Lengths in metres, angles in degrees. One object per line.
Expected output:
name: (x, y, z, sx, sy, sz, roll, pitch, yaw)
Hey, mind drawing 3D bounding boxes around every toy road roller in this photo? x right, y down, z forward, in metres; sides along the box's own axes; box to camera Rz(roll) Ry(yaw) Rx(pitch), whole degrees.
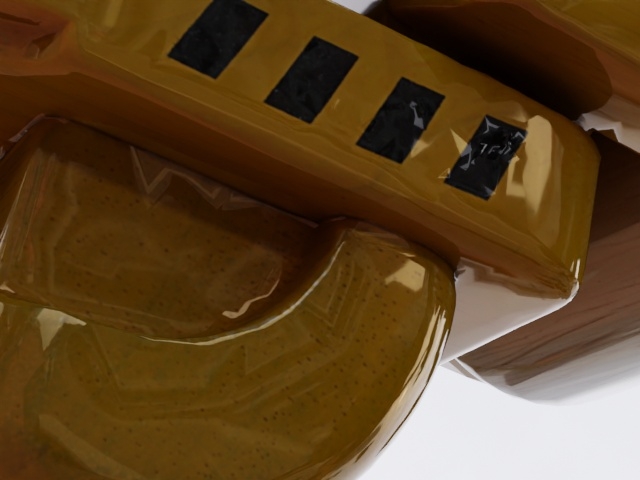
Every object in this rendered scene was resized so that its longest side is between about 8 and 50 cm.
toy road roller: (0.000, 0.000, 0.484, 0.329, 0.240, 0.202, 24, -27, -20)
